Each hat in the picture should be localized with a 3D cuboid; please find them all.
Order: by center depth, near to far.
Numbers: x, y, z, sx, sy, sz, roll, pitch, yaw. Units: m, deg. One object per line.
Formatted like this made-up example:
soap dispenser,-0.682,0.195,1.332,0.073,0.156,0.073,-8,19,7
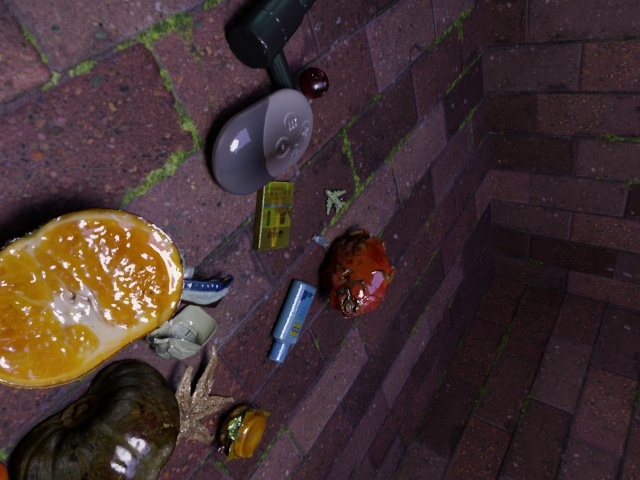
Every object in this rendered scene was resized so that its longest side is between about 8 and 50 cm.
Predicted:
hat,-0.335,0.221,1.036,0.122,0.081,0.166,43,42,-8

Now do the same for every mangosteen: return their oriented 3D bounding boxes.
mangosteen,-0.017,-0.407,1.117,0.081,0.081,0.080,-22,119,-48

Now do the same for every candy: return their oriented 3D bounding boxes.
candy,0.001,0.000,1.431,0.083,0.020,0.030,39,70,-49

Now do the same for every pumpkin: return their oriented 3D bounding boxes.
pumpkin,-0.411,0.430,0.867,0.325,0.232,0.242,-46,137,-29

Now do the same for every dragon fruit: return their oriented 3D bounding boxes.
dragon fruit,0.125,0.114,1.456,0.250,0.315,0.250,-12,139,-11

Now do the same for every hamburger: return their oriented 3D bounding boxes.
hamburger,-0.229,0.550,1.243,0.164,0.093,0.189,-61,154,-23

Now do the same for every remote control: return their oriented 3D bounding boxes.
remote control,-0.137,-0.246,1.077,0.332,0.103,0.221,-41,145,-29

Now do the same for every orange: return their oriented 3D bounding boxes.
orange,-0.404,0.085,0.738,0.310,0.274,0.274,-29,140,11

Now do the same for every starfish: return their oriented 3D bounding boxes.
starfish,-0.324,0.438,1.122,0.299,0.060,0.302,-65,156,-24

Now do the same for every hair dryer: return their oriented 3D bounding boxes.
hair dryer,-0.086,-0.481,1.103,0.244,0.116,0.302,-58,151,-23

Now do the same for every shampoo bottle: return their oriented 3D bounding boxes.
shampoo bottle,-0.094,0.258,1.361,0.104,0.061,0.258,33,75,-51

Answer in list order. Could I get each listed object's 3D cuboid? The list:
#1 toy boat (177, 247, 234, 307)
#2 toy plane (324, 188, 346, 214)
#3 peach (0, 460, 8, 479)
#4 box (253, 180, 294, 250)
toy boat,-0.301,0.086,0.985,0.262,0.114,0.115,26,76,-54
toy plane,0.047,-0.136,1.430,0.102,0.040,0.111,-55,142,-10
peach,-0.593,0.417,0.722,0.101,0.101,0.100,-22,119,-48
box,-0.134,-0.072,1.223,0.121,0.030,0.193,-8,107,-51
